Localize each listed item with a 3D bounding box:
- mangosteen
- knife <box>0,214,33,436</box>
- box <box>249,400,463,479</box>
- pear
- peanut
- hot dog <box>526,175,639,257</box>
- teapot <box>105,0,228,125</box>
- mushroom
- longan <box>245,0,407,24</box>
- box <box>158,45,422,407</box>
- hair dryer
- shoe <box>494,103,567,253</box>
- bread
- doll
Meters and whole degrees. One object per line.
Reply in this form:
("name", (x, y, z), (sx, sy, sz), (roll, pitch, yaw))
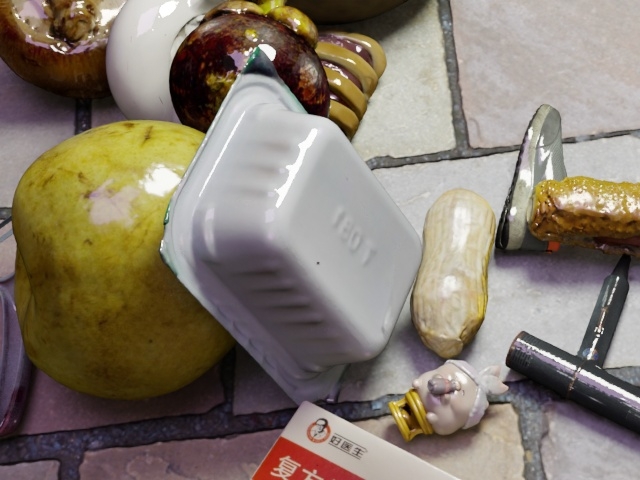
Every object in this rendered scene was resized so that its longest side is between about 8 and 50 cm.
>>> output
("mangosteen", (-0.070, -0.193, 1.660), (0.192, 0.192, 0.217), (14, 67, 18))
("knife", (-0.350, 0.099, 1.682), (0.123, 0.053, 0.278), (-34, 50, 38))
("box", (0.075, 0.328, 1.462), (0.353, 0.069, 0.214), (25, 64, 22))
("pear", (-0.191, 0.013, 1.589), (0.303, 0.304, 0.304), (-4, 56, 7))
("peanut", (0.148, 0.033, 1.631), (0.087, 0.087, 0.207), (4, 58, 12))
("hot dog", (0.374, -0.023, 1.616), (0.288, 0.068, 0.083), (5, 73, 0))
("teapot", (-0.162, -0.231, 1.775), (0.204, 0.298, 0.139), (-11, 20, -39))
("mushroom", (-0.306, -0.295, 1.884), (0.253, 0.153, 0.253), (0, 57, 0))
("longan", (0.009, -0.404, 1.844), (0.350, 0.288, 0.288), (3, 57, -2))
("box", (0.000, 0.000, 1.523), (0.106, 0.337, 0.264), (1, 54, 37))
("hair dryer", (0.323, 0.101, 1.585), (0.173, 0.050, 0.195), (29, 62, 22))
("shoe", (0.260, -0.067, 1.694), (0.077, 0.074, 0.194), (17, 63, 6))
("bread", (-0.013, -0.166, 1.792), (0.134, 0.081, 0.225), (13, 63, 18))
("doll", (0.136, 0.163, 1.547), (0.127, 0.084, 0.073), (-26, 57, 1))
